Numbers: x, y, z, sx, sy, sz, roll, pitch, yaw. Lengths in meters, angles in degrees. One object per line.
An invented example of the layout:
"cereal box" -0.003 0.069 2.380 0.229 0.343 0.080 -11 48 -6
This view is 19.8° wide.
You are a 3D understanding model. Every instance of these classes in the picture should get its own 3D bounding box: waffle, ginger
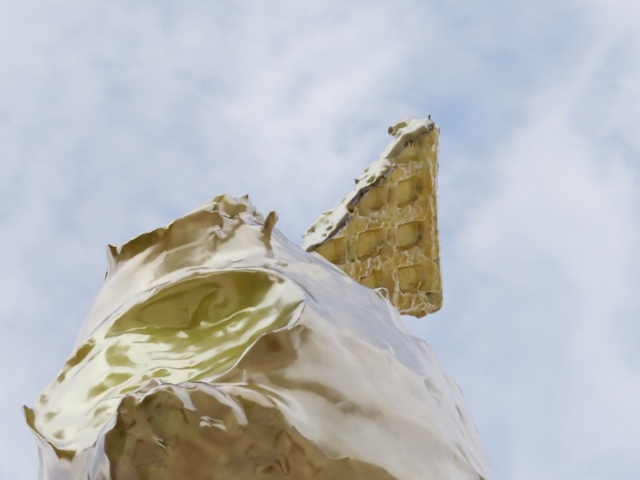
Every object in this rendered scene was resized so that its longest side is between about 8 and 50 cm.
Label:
"waffle" 0.000 0.000 0.837 0.152 0.023 0.097 -15 -74 -42
"ginger" -0.008 0.071 0.416 0.102 0.216 0.157 -23 -62 4
